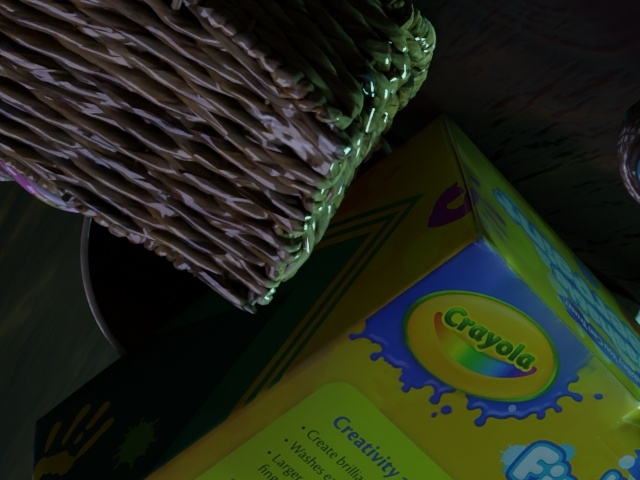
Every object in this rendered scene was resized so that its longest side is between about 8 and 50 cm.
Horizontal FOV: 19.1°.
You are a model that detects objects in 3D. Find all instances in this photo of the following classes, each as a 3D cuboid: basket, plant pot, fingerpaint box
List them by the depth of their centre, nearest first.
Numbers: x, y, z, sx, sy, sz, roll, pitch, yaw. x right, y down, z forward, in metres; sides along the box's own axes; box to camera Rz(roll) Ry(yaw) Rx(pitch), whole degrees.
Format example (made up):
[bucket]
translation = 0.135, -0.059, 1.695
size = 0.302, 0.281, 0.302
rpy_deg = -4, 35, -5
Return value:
[basket]
translation = -0.083, -0.152, 1.073
size = 0.299, 0.223, 0.213
rpy_deg = 30, 139, 4
[fingerpaint box]
translation = 0.084, 0.193, 1.319
size = 0.445, 0.371, 0.163
rpy_deg = 44, -161, -28
[plant pot]
translation = -0.079, -0.032, 1.432
size = 0.237, 0.237, 0.254
rpy_deg = 34, -174, -22

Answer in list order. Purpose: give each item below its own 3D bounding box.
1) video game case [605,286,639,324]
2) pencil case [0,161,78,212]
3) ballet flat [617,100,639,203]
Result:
[video game case]
translation = 0.198, 0.053, 1.560
size = 0.193, 0.023, 0.212
rpy_deg = 27, 172, 28
[pencil case]
translation = -0.259, -0.116, 1.731
size = 0.167, 0.160, 0.386
rpy_deg = 43, 169, -21
[ballet flat]
translation = 0.228, -0.011, 0.942
size = 0.206, 0.073, 0.067
rpy_deg = 37, -162, -20
